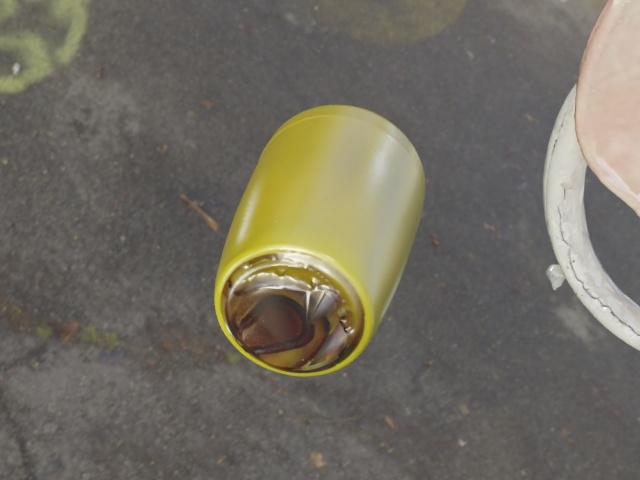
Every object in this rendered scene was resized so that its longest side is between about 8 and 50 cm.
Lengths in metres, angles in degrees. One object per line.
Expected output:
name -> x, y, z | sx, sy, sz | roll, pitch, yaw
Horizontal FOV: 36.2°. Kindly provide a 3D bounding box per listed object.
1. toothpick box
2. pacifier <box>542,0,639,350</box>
toothpick box -> 0.000, 0.000, 0.919 | 0.175, 0.175, 0.271 | 38, 32, -11
pacifier -> 0.258, -0.009, 0.458 | 0.332, 0.220, 0.273 | 61, -6, -22
